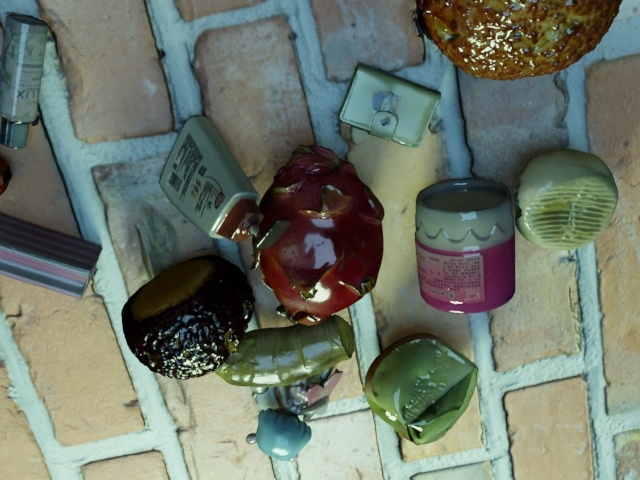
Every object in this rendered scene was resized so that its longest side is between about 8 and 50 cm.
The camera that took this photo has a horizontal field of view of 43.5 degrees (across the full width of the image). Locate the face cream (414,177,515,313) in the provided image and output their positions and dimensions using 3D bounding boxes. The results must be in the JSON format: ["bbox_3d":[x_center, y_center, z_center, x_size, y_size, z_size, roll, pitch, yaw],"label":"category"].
[{"bbox_3d":[0.255,0.007,1.417,0.175,0.175,0.195,-9,114,0],"label":"face cream"}]

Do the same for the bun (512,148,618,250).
[{"bbox_3d":[0.416,-0.078,1.415,0.193,0.128,0.179,0,124,-17],"label":"bun"}]

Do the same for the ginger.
[{"bbox_3d":[-0.067,0.209,1.483,0.262,0.109,0.117,-15,90,3],"label":"ginger"}]

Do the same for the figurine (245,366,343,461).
[{"bbox_3d":[-0.061,0.303,1.559,0.205,0.103,0.260,26,99,-16],"label":"figurine"}]

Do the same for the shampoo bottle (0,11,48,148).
[{"bbox_3d":[-0.491,-0.258,1.311,0.072,0.072,0.214,12,111,-9],"label":"shampoo bottle"}]

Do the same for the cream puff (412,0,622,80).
[{"bbox_3d":[0.316,-0.400,1.227,0.350,0.229,0.351,-3,114,-6],"label":"cream puff"}]

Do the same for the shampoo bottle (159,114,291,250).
[{"bbox_3d":[-0.155,-0.072,1.313,0.071,0.284,0.153,6,120,-50],"label":"shampoo bottle"}]

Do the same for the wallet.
[{"bbox_3d":[0.117,-0.230,1.383,0.155,0.039,0.110,18,107,-12],"label":"wallet"}]

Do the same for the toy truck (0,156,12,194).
[{"bbox_3d":[-0.629,-0.166,1.317,0.252,0.107,0.114,26,109,-14],"label":"toy truck"}]

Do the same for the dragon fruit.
[{"bbox_3d":[-0.001,0.004,1.365,0.250,0.250,0.315,17,100,-11],"label":"dragon fruit"}]

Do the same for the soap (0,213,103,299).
[{"bbox_3d":[-0.494,0.026,1.400,0.203,0.122,0.066,19,109,-11],"label":"soap"}]

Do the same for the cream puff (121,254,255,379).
[{"bbox_3d":[-0.225,0.137,1.404,0.239,0.239,0.165,-25,114,6],"label":"cream puff"}]

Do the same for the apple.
[{"bbox_3d":[0.192,0.277,1.531,0.207,0.174,0.188,46,76,-14],"label":"apple"}]
